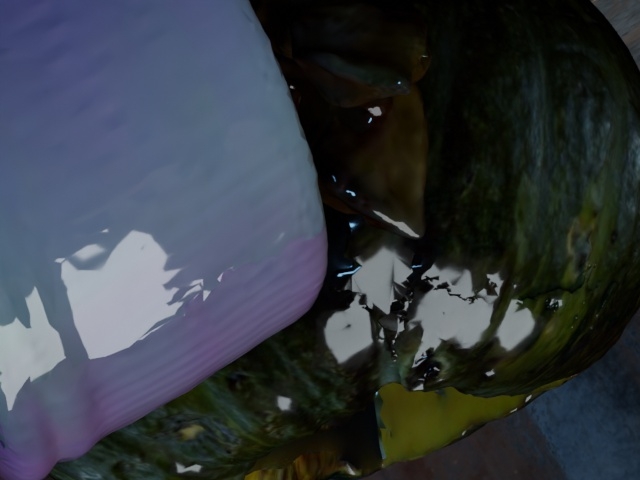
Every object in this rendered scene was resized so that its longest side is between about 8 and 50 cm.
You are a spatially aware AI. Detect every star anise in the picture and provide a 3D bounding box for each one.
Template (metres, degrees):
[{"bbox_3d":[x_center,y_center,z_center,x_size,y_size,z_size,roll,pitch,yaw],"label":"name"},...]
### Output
[{"bbox_3d":[-0.011,-0.072,0.535,0.057,0.168,0.168,-41,176,-19],"label":"star anise"}]

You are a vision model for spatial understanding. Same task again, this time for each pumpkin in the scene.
[{"bbox_3d":[0.000,0.000,0.763,0.320,0.192,0.320,-20,167,-5],"label":"pumpkin"}]

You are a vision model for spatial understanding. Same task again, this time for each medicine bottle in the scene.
[{"bbox_3d":[-0.207,0.030,0.474,0.388,0.219,0.219,-29,172,-17],"label":"medicine bottle"}]
